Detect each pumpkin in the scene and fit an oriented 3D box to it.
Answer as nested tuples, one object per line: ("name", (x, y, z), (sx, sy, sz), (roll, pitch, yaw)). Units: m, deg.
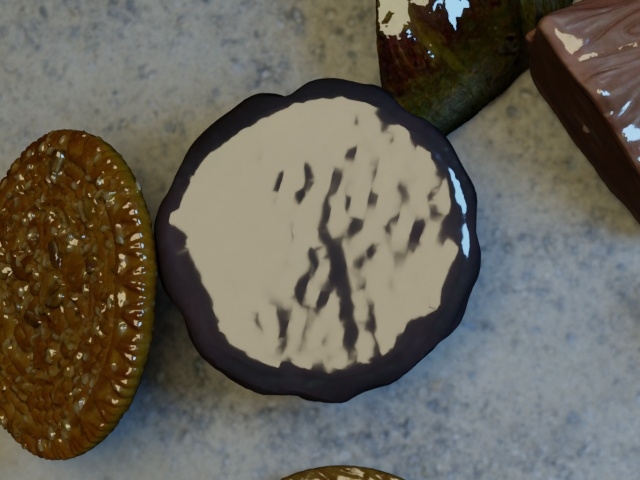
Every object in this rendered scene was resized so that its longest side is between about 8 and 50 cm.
("pumpkin", (0.139, -0.240, 1.434), (0.169, 0.148, 0.312), (-1, 82, 17))

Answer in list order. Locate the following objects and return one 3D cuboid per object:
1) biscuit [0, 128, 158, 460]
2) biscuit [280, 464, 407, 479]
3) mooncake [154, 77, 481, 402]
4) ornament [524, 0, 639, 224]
("biscuit", (-0.240, 0.047, 1.429), (0.305, 0.038, 0.305), (-6, 82, 51))
("biscuit", (0.024, 0.327, 1.397), (0.262, 0.037, 0.262), (-3, 78, 12))
("mooncake", (0.000, 0.000, 1.389), (0.283, 0.141, 0.283), (0, 94, 0))
("ornament", (0.314, -0.154, 1.355), (0.217, 0.221, 0.235), (-33, 114, 0))
